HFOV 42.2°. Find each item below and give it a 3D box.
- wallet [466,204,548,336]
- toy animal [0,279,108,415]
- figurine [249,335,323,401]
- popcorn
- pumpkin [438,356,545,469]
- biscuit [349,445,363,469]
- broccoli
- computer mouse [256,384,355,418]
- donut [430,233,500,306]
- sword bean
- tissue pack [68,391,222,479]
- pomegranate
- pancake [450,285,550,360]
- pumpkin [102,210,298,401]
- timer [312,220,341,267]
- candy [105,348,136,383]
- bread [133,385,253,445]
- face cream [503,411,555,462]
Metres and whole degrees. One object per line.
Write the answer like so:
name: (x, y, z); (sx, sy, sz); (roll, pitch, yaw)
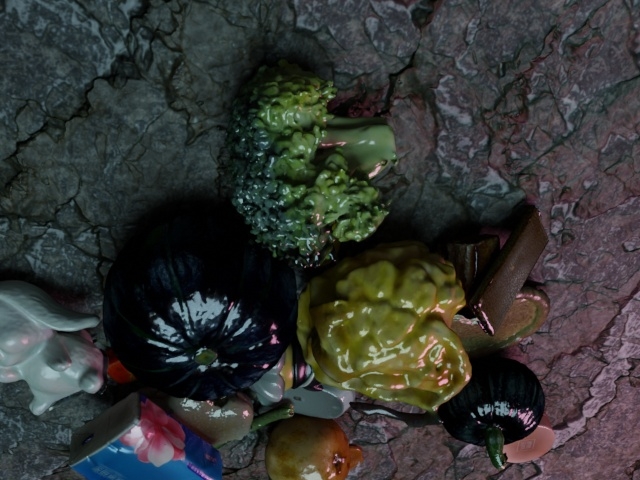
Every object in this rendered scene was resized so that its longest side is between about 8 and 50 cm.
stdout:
wallet: (0.373, 0.058, 1.639); (0.243, 0.039, 0.133); (-55, 138, -15)
toy animal: (-0.540, 0.193, 1.597); (0.249, 0.174, 0.289); (-9, 133, 12)
figurine: (-0.048, 0.247, 1.750); (0.236, 0.133, 0.176); (-4, 102, -16)
popcorn: (0.125, 0.176, 1.570); (0.349, 0.381, 0.349); (-20, 172, -3)
pumpkin: (0.392, 0.396, 1.880); (0.248, 0.248, 0.248); (-5, 130, -6)
biscuit: (0.074, 0.552, 2.106); (0.078, 0.015, 0.091); (11, 127, -20)
broccoli: (-0.014, -0.130, 1.387); (0.281, 0.347, 0.293); (-12, 175, -11)
computer mouse: (-0.035, 0.334, 1.869); (0.231, 0.079, 0.128); (11, 132, 2)
donut: (0.293, 0.074, 1.674); (0.126, 0.144, 0.186); (-14, 109, -32)
sword bean: (-0.159, 0.427, 1.914); (0.269, 0.043, 0.038); (-31, 115, 33)
tissue pack: (-0.366, 0.468, 1.744); (0.209, 0.137, 0.269); (-32, 123, 16)
pomegranate: (-0.029, 0.500, 1.919); (0.207, 0.207, 0.207); (-5, 130, -6)
pancake: (0.362, 0.188, 1.808); (0.288, 0.033, 0.286); (-1, 143, -22)
pumpkin: (-0.218, 0.119, 1.529); (0.363, 0.266, 0.363); (-5, 125, -7)
timer: (0.000, 0.000, 1.570); (0.107, 0.109, 0.107); (-12, 108, -42)
candy: (-0.373, 0.242, 1.737); (0.292, 0.059, 0.086); (-23, 126, 8)
bread: (-0.322, 0.393, 1.845); (0.337, 0.102, 0.183); (-16, 131, 2)
face cream: (0.492, 0.464, 2.050); (0.149, 0.104, 0.149); (-5, 130, -6)
